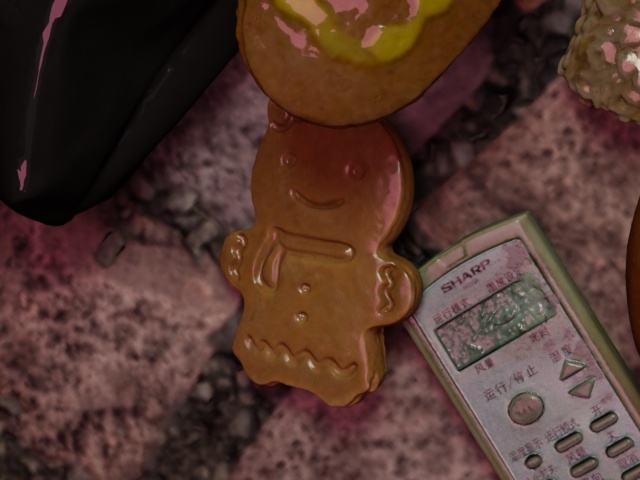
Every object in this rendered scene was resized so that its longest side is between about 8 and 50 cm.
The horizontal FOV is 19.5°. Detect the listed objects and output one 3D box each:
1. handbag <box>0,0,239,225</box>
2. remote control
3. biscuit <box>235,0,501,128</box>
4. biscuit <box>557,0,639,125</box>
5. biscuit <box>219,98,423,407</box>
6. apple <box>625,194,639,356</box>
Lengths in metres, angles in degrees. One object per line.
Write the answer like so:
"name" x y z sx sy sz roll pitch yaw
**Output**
"handbag" -0.149 -0.219 1.049 0.288 0.152 0.342 41 97 15
"remote control" 0.137 0.101 1.068 0.098 0.038 0.233 -32 87 16
"biscuit" -0.014 -0.213 0.927 0.277 0.052 0.262 30 94 -6
"biscuit" 0.192 -0.144 1.006 0.082 0.070 0.168 26 105 19
"biscuit" 0.003 0.004 1.078 0.133 0.027 0.184 27 105 31
"apple" 0.262 0.006 0.956 0.210 0.173 0.235 34 113 4
